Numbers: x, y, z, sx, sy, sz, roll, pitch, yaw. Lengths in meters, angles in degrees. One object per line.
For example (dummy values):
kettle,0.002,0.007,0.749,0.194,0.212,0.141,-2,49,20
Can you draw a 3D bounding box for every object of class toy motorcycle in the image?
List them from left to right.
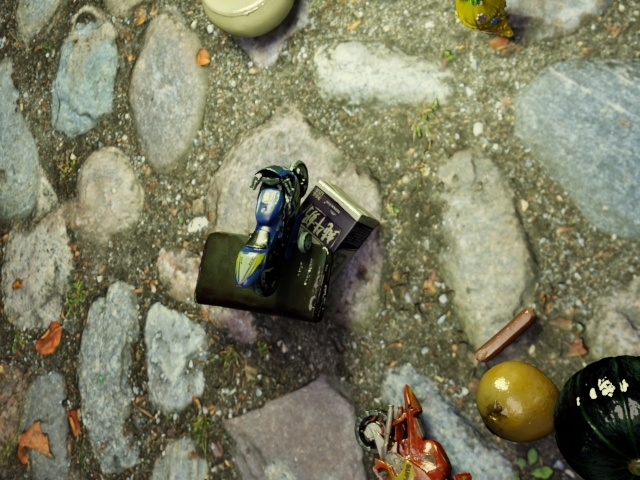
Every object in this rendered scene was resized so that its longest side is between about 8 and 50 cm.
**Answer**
toy motorcycle,-0.093,-0.039,1.410,0.113,0.169,0.315,6,68,25
toy motorcycle,0.187,0.442,1.369,0.171,0.089,0.298,-37,66,15

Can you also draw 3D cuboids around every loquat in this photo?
loquat,0.357,0.291,1.279,0.163,0.163,0.137,19,111,28

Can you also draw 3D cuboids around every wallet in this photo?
wallet,-0.125,0.072,1.508,0.318,0.045,0.172,7,82,30

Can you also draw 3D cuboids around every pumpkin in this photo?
pumpkin,0.513,0.284,1.178,0.248,0.248,0.247,-5,79,26

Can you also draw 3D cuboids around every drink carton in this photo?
drink carton,-0.001,0.000,1.536,0.134,0.102,0.222,42,102,24

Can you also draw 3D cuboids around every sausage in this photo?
sausage,0.356,0.182,1.360,0.147,0.030,0.035,-43,68,14

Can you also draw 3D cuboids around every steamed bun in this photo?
steamed bun,-0.163,-0.583,1.689,0.232,0.145,0.231,-5,70,15

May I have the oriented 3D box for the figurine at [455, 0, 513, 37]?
figurine,0.329,-0.457,1.412,0.095,0.156,0.115,-47,62,12
